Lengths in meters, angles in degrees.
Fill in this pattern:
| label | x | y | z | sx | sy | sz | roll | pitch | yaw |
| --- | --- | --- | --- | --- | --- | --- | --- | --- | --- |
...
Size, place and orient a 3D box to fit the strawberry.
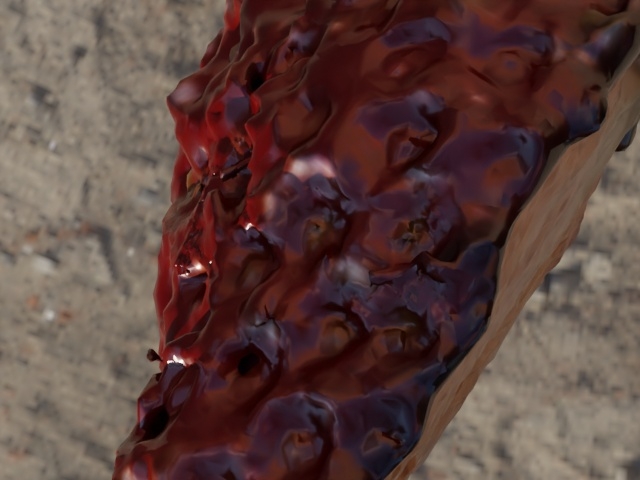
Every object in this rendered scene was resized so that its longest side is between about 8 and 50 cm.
| label | x | y | z | sx | sy | sz | roll | pitch | yaw |
| --- | --- | --- | --- | --- | --- | --- | --- | --- | --- |
| strawberry | 0.000 | 0.000 | 0.486 | 0.111 | 0.236 | 0.190 | 30 | 154 | 8 |
